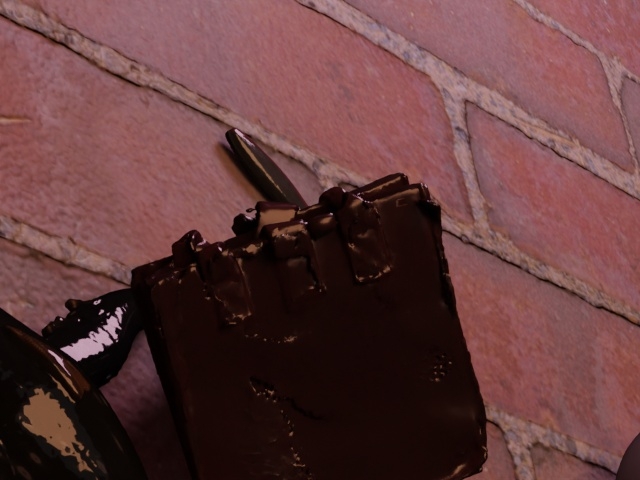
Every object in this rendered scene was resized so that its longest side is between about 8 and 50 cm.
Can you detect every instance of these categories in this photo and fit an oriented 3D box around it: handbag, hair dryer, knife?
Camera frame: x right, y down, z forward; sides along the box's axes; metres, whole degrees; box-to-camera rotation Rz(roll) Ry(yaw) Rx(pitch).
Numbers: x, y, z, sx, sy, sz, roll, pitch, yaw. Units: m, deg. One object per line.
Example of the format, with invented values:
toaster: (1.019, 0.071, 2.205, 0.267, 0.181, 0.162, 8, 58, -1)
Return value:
handbag: (-0.005, 0.077, 1.009, 0.203, 0.074, 0.216, -20, 105, -18)
hair dryer: (-0.182, 0.044, 1.027, 0.304, 0.120, 0.359, 47, 24, 1)
knife: (0.000, 0.000, 1.330, 0.247, 0.018, 0.035, 50, 32, -13)

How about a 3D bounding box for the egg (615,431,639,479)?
egg: (0.347, 0.251, 1.449, 0.146, 0.146, 0.199, 39, 45, -25)
